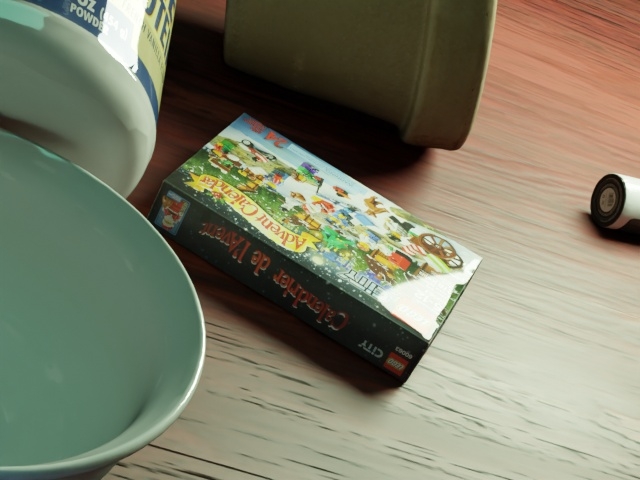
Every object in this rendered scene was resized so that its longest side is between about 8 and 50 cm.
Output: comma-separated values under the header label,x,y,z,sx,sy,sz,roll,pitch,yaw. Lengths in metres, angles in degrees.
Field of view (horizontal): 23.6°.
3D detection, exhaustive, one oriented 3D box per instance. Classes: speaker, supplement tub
label,x,y,z,sx,sy,sz,roll,pitch,yaw
speaker,0.335,-0.028,1.509,0.136,0.055,0.055,11,34,-28
supplement tub,-0.209,-0.186,1.046,0.228,0.228,0.316,17,54,-18

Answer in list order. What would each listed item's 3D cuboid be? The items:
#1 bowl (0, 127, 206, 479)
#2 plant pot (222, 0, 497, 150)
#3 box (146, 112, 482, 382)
label,x,y,z,sx,sy,sz,roll,pitch,yaw
bowl,-0.223,0.060,0.840,0.298,0.134,0.298,21,31,-14
plant pot,0.029,-0.220,1.402,0.229,0.263,0.263,4,34,-4
box,0.000,0.000,1.201,0.233,0.044,0.159,31,30,5
